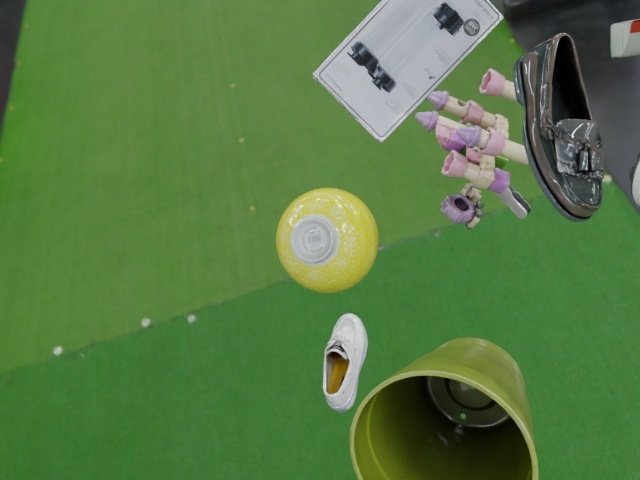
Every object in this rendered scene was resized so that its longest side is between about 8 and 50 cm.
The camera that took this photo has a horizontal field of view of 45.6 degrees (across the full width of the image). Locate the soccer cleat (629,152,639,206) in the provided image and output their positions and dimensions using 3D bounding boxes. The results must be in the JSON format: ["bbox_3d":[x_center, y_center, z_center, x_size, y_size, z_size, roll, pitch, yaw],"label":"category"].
[{"bbox_3d":[0.422,-0.155,0.718,0.116,0.108,0.318,36,102,46],"label":"soccer cleat"}]

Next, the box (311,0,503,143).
[{"bbox_3d":[0.141,-0.327,1.286,0.290,0.169,0.087,-47,11,8],"label":"box"}]

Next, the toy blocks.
[{"bbox_3d":[0.346,-0.250,1.927,0.260,0.309,0.288,19,51,-10],"label":"toy blocks"}]

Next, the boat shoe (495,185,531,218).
[{"bbox_3d":[0.512,-0.116,2.029,0.125,0.046,0.038,47,56,4],"label":"boat shoe"}]

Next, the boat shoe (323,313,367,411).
[{"bbox_3d":[0.020,0.107,0.707,0.035,0.035,0.100,-3,51,22],"label":"boat shoe"}]

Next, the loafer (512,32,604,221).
[{"bbox_3d":[0.322,-0.157,1.006,0.096,0.084,0.267,7,60,-27],"label":"loafer"}]

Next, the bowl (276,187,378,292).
[{"bbox_3d":[0.000,0.000,2.021,0.289,0.156,0.289,0,90,16],"label":"bowl"}]

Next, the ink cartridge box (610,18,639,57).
[{"bbox_3d":[0.497,-0.278,1.006,0.181,0.056,0.224,-5,15,12],"label":"ink cartridge box"}]

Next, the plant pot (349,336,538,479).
[{"bbox_3d":[0.293,0.374,1.615,0.366,0.366,0.353,2,16,22],"label":"plant pot"}]
